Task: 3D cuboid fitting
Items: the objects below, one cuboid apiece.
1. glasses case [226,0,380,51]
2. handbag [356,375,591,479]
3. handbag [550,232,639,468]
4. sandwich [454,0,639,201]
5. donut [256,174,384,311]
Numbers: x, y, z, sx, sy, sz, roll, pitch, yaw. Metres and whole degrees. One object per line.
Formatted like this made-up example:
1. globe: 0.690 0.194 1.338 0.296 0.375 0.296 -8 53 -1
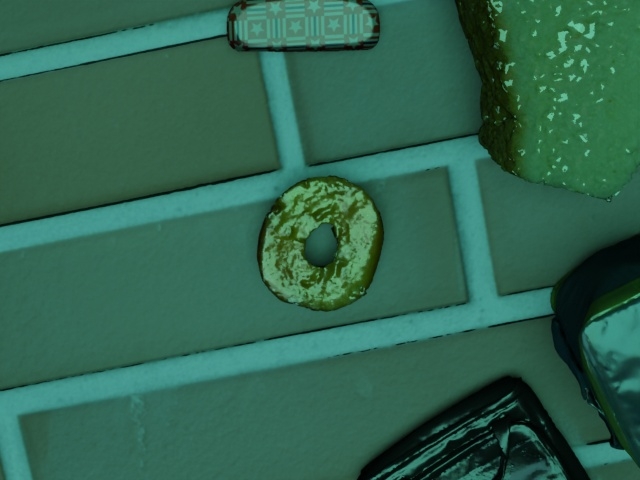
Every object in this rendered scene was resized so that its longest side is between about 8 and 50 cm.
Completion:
1. glasses case: -0.022 -0.276 1.580 0.195 0.049 0.073 0 98 1
2. handbag: 0.213 0.342 1.667 0.275 0.088 0.244 -32 94 7
3. handbag: 0.418 0.136 1.548 0.222 0.241 0.263 -31 96 6
4. sandwich: 0.313 -0.212 1.513 0.262 0.131 0.325 -16 109 -10
5. donut: 0.000 0.000 1.621 0.162 0.065 0.178 22 98 -8
